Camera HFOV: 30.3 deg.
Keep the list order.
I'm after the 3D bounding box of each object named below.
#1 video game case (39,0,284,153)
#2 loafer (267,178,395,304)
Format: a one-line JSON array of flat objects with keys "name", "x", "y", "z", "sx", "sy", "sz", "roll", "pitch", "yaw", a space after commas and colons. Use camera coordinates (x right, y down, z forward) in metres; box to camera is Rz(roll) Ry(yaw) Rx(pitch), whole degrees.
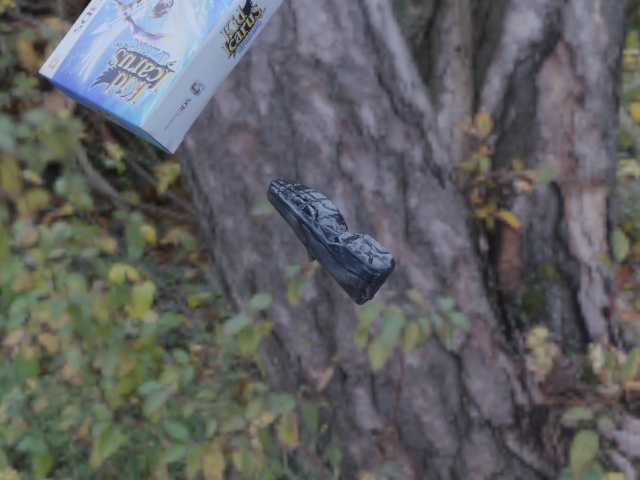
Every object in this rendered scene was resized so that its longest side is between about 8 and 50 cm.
[{"name": "video game case", "x": -0.186, "y": -0.248, "z": 1.385, "sx": 0.269, "sy": 0.244, "sz": 0.061, "roll": 29, "pitch": -8, "yaw": 48}, {"name": "loafer", "x": 0.000, "y": 0.000, "z": 1.253, "sx": 0.170, "sy": 0.061, "sz": 0.062, "roll": 44, "pitch": 35, "yaw": 24}]
